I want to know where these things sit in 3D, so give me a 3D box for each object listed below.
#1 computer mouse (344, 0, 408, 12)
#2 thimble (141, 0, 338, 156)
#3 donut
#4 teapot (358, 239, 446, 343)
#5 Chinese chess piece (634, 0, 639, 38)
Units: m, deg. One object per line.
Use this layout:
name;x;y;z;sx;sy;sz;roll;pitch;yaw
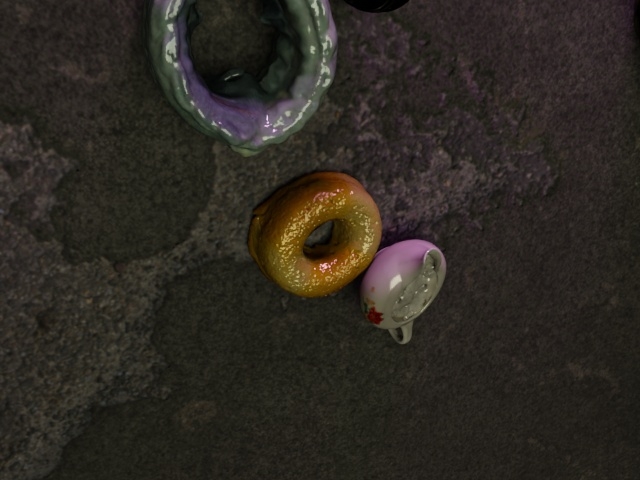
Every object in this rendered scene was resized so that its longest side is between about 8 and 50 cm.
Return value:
computer mouse;0.038;-0.367;0.749;0.096;0.137;0.233;-43;120;-19
thimble;-0.089;-0.217;0.749;0.205;0.172;0.250;-8;115;-17
donut;0.000;-0.001;0.937;0.190;0.074;0.174;-25;119;-7
teapot;0.117;0.068;0.994;0.145;0.092;0.226;-27;143;-22
Chinese chess piece;0.617;-0.358;0.942;0.350;0.146;0.349;-8;117;-16
